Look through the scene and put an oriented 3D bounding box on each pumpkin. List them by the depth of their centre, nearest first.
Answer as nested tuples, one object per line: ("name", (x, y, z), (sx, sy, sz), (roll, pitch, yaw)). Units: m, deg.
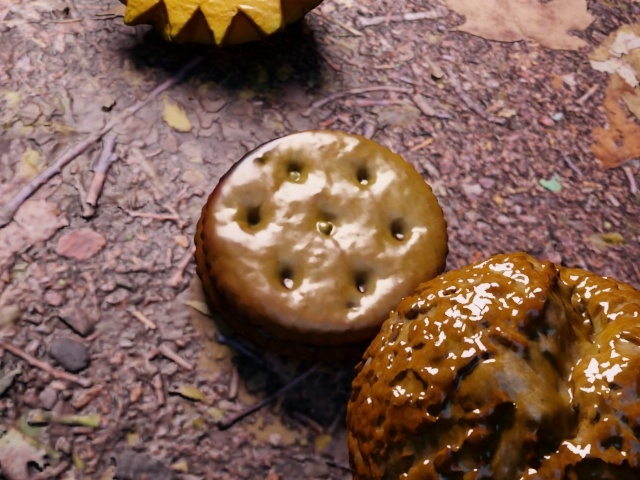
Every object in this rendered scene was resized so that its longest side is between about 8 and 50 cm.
("pumpkin", (-0.108, -0.253, 0.910), (0.254, 0.149, 0.130), (18, 98, 3))

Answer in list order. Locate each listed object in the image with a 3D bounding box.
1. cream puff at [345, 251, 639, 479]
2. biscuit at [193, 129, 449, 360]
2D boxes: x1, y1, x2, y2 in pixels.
("cream puff", (0.167, 0.140, 0.643), (0.303, 0.212, 0.303), (2, 60, -3))
("biscuit", (0.000, 0.000, 0.780), (0.220, 0.066, 0.220), (4, 58, -7))
